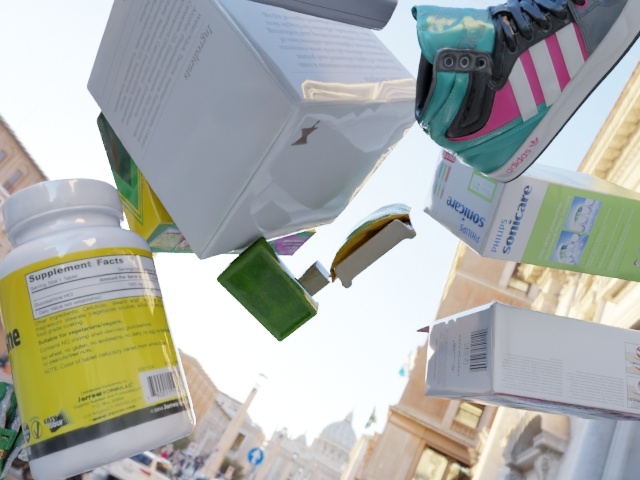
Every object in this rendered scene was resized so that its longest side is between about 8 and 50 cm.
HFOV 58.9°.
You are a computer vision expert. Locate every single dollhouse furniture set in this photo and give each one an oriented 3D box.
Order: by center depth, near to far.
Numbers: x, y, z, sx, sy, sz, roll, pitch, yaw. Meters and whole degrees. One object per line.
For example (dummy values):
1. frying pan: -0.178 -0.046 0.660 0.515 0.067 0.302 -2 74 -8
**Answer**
1. dollhouse furniture set: 0.000 0.000 0.970 0.151 0.301 0.197 49 12 -9

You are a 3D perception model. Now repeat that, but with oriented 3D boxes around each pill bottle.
1. pill bottle: -0.286 0.102 0.702 0.188 0.188 0.334 129 -56 -66

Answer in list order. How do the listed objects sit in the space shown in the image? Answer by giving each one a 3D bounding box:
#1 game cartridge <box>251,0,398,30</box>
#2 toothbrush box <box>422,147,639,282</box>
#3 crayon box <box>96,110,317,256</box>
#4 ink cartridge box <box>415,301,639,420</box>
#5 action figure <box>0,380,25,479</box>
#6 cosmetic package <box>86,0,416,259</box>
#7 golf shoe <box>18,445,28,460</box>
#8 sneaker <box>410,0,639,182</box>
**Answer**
1. game cartridge: -0.015 -0.359 0.635 0.198 0.297 0.062 6 -33 -27
2. toothbrush box: 0.328 -0.044 0.839 0.283 0.122 0.206 8 18 -15
3. crayon box: -0.217 -0.124 1.121 0.363 0.313 0.106 2 -38 -45
4. ink cartridge box: 0.339 0.207 0.911 0.309 0.130 0.272 11 -18 -12
5. action figure: -0.682 0.426 1.212 0.063 0.232 0.137 -9 -29 43
6. cosmetic package: -0.112 -0.243 0.928 0.393 0.329 0.327 54 -50 17
7. golf shoe: -0.734 0.576 1.532 0.176 0.069 0.086 -17 -61 21
8. sneaker: 0.180 -0.206 0.548 0.178 0.124 0.295 19 -54 -12
